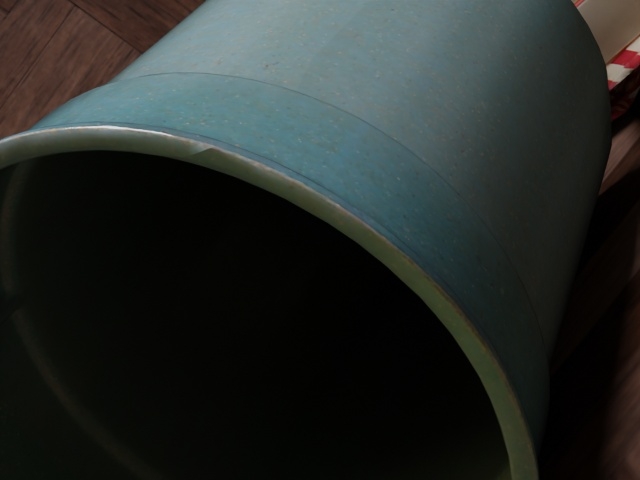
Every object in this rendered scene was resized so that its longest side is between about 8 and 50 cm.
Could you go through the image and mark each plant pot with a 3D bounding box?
[{"bbox_3d":[0.000,0.000,0.940,0.341,0.341,0.334,-42,9,42],"label":"plant pot"}]

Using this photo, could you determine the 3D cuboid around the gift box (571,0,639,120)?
[{"bbox_3d":[0.122,-0.213,1.116,0.276,0.258,0.255,-38,21,47],"label":"gift box"}]
